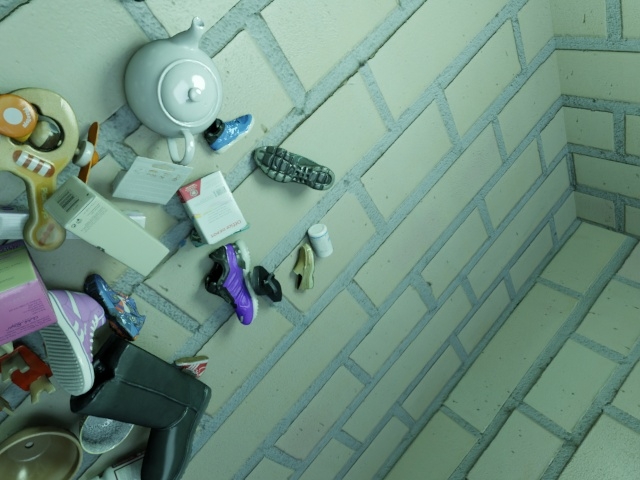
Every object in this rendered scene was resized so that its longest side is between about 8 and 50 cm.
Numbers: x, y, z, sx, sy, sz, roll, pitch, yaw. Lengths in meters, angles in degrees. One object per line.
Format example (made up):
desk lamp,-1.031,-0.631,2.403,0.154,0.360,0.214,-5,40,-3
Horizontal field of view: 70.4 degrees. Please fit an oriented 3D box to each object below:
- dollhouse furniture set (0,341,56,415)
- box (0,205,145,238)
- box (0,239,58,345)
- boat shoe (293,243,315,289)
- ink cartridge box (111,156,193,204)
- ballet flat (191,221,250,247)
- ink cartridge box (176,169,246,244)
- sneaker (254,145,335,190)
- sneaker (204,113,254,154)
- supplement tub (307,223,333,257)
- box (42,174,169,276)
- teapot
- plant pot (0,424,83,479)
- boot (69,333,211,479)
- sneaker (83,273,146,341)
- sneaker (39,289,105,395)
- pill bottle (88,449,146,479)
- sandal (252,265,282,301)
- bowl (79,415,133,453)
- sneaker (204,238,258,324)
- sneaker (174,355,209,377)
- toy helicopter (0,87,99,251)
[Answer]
dollhouse furniture set,-0.768,0.294,1.128,0.262,0.135,0.259,-34,140,-22
box,-0.603,-0.042,1.114,0.324,0.063,0.067,-2,110,-39
box,-0.719,0.123,0.976,0.214,0.243,0.117,-25,125,-29
boat shoe,-0.063,0.102,1.630,0.072,0.068,0.189,-13,119,-22
ink cartridge box,-0.427,-0.161,1.144,0.145,0.045,0.179,7,146,-41
ballet flat,-0.300,-0.038,1.366,0.188,0.070,0.070,-25,125,-30
ink cartridge box,-0.310,-0.092,1.286,0.127,0.072,0.175,-31,107,-24
sneaker,-0.088,-0.226,1.431,0.267,0.106,0.101,20,103,-23
sneaker,-0.257,-0.319,1.265,0.152,0.058,0.084,-42,140,-7
supplement tub,0.000,0.000,1.624,0.071,0.071,0.107,-35,130,-21
box,-0.483,-0.024,1.049,0.094,0.113,0.275,-50,150,-11
teapot,-0.336,-0.354,1.097,0.252,0.187,0.256,-45,133,-13
plant pot,-0.791,0.593,1.239,0.237,0.110,0.237,-18,121,-33
boot,-0.519,0.514,1.290,0.445,0.146,0.366,63,37,-54
sneaker,-0.566,0.176,1.252,0.221,0.083,0.087,67,33,-29
sneaker,-0.582,0.235,1.118,0.102,0.282,0.161,-40,159,19
pill bottle,-0.619,0.767,1.457,0.221,0.121,0.121,-16,120,-33
sandal,-0.165,0.141,1.499,0.254,0.055,0.097,49,34,-69
bowl,-0.642,0.528,1.338,0.170,0.080,0.170,-27,125,-47
sneaker,-0.294,0.149,1.441,0.146,0.102,0.293,-19,114,-32
sneaker,-0.428,0.421,1.498,0.118,0.042,0.067,7,103,-43
toy helicopter,-0.600,-0.151,1.002,0.235,0.140,0.354,-12,111,-48
